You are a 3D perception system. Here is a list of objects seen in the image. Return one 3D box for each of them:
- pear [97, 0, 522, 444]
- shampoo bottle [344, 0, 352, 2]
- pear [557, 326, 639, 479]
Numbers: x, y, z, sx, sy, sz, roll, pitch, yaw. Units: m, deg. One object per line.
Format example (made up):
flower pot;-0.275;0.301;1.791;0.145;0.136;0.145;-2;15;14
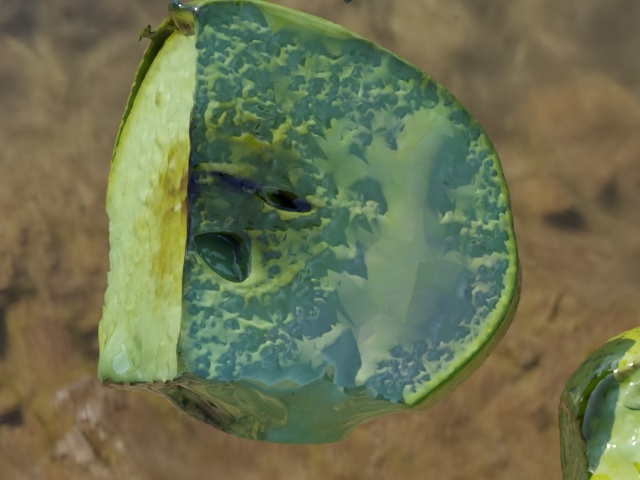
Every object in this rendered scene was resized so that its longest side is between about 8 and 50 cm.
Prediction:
pear;0.000;0.000;1.316;0.282;0.176;0.286;6;79;-21
shampoo bottle;-0.027;-0.240;1.473;0.057;0.208;0.063;15;87;36
pear;0.285;0.162;1.316;0.238;0.164;0.255;-2;44;4
